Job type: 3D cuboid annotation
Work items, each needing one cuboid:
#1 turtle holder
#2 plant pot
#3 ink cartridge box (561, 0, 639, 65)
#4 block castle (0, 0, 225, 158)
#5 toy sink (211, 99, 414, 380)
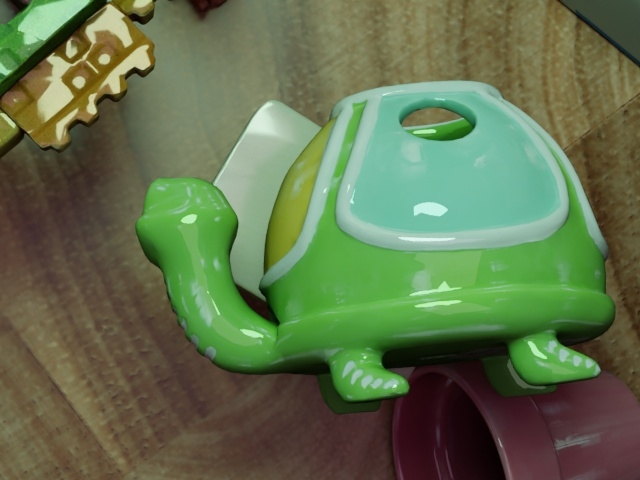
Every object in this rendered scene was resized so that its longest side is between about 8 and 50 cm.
[{"bbox_3d":[0.051,0.011,0.837,0.320,0.243,0.227,-9,79,20],"label":"turtle holder"},{"bbox_3d":[0.190,0.194,0.999,0.180,0.201,0.201,-9,91,-25],"label":"plant pot"},{"bbox_3d":[0.358,-0.346,1.059,0.223,0.129,0.307,37,83,-7],"label":"ink cartridge box"},{"bbox_3d":[-0.231,-0.156,0.868,0.453,0.303,0.213,-44,90,-8],"label":"block castle"},{"bbox_3d":[0.000,0.000,0.990,0.234,0.131,0.152,31,84,-13],"label":"toy sink"}]
